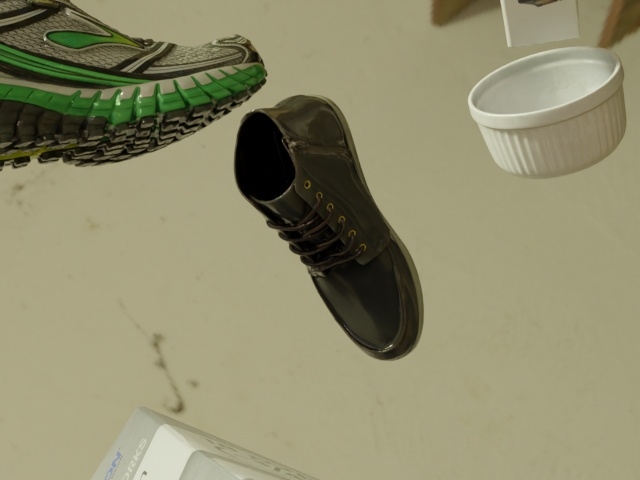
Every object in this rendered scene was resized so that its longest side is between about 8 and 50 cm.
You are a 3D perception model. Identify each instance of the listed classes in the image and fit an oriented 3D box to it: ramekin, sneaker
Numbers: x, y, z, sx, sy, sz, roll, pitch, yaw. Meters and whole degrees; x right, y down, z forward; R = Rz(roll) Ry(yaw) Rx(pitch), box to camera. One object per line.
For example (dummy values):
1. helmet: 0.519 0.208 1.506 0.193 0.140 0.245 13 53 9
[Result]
1. ramekin: 0.313 -0.169 1.543 0.207 0.207 0.109 -35 -61 -25
2. sneaker: 0.000 0.000 0.864 0.083 0.222 0.118 -24 1 25
3. sneaker: -0.186 -0.136 0.852 0.343 0.146 0.134 -9 -7 -40

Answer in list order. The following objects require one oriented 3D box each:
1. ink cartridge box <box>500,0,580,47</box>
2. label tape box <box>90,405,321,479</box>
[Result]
1. ink cartridge box: 0.276 -0.398 1.492 0.172 0.100 0.237 -81 -20 -44
2. label tape box: -0.008 0.188 0.637 0.241 0.334 0.106 27 -99 -19
